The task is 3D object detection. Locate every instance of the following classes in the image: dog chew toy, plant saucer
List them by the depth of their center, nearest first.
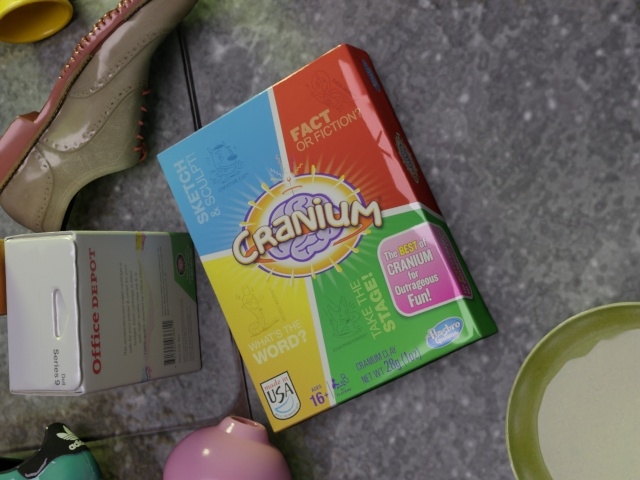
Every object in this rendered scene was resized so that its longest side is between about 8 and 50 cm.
[{"bbox_3d":[0.290,0.175,0.992,0.241,0.037,0.241,0,90,22],"label":"plant saucer"},{"bbox_3d":[-0.124,0.339,1.086,0.206,0.206,0.332,17,89,22],"label":"dog chew toy"}]

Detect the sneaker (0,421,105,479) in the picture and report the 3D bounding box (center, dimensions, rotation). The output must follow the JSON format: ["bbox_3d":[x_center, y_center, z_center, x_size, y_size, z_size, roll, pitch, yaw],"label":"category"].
[{"bbox_3d":[-0.376,0.313,1.242,0.302,0.108,0.121,-31,77,12],"label":"sneaker"}]

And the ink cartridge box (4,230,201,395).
[{"bbox_3d":[-0.217,0.069,1.112,0.093,0.212,0.154,-4,88,23],"label":"ink cartridge box"}]

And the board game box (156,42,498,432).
[{"bbox_3d":[0.000,0.000,1.101,0.242,0.064,0.317,-28,79,20],"label":"board game box"}]

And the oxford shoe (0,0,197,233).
[{"bbox_3d":[-0.227,-0.151,1.192,0.130,0.123,0.348,40,105,-9],"label":"oxford shoe"}]

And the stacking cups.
[{"bbox_3d":[-0.377,-0.385,1.261,0.096,0.096,0.316,-27,74,21],"label":"stacking cups"}]

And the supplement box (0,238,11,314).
[{"bbox_3d":[-0.303,0.039,1.138,0.080,0.233,0.078,-5,88,19],"label":"supplement box"}]
